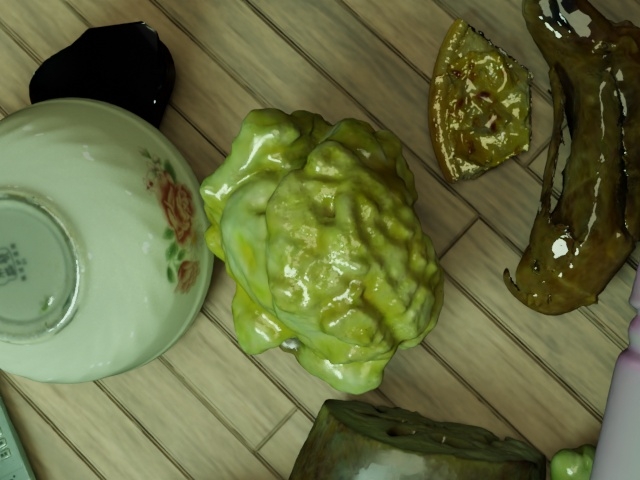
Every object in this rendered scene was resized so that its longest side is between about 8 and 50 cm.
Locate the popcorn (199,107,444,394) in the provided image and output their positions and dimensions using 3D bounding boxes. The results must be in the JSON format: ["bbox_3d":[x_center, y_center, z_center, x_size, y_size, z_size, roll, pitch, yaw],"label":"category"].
[{"bbox_3d":[0.000,0.000,1.012,0.195,0.254,0.256,-27,36,-21],"label":"popcorn"}]

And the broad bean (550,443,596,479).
[{"bbox_3d":[0.226,0.219,1.037,0.045,0.063,0.083,-2,112,-11],"label":"broad bean"}]

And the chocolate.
[{"bbox_3d":[-0.190,-0.143,1.129,0.149,0.080,0.125,-32,92,17],"label":"chocolate"}]

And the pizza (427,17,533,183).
[{"bbox_3d":[0.151,-0.130,1.096,0.099,0.036,0.160,3,86,9],"label":"pizza"}]

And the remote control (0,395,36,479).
[{"bbox_3d":[-0.328,0.195,1.149,0.061,0.029,0.162,-27,77,4],"label":"remote control"}]

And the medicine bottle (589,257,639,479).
[{"bbox_3d":[0.335,0.158,0.943,0.212,0.212,0.325,12,90,10],"label":"medicine bottle"}]

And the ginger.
[{"bbox_3d":[0.241,-0.084,1.045,0.133,0.107,0.309,5,87,26],"label":"ginger"}]

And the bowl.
[{"bbox_3d":[-0.247,0.012,1.062,0.277,0.145,0.277,3,102,13],"label":"bowl"}]

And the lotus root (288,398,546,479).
[{"bbox_3d":[0.086,0.225,1.036,0.235,0.138,0.118,14,97,5],"label":"lotus root"}]
